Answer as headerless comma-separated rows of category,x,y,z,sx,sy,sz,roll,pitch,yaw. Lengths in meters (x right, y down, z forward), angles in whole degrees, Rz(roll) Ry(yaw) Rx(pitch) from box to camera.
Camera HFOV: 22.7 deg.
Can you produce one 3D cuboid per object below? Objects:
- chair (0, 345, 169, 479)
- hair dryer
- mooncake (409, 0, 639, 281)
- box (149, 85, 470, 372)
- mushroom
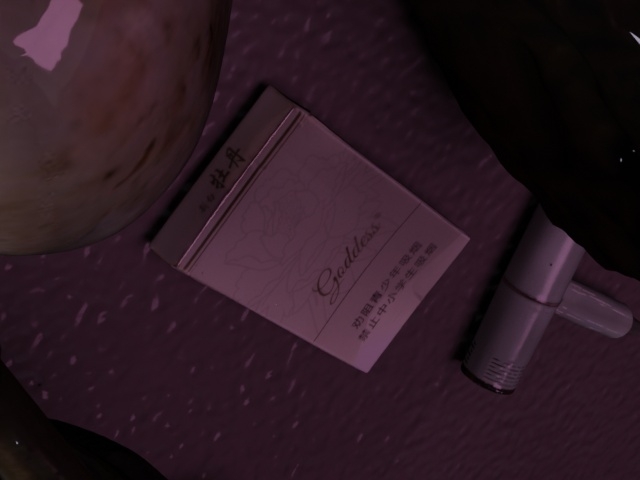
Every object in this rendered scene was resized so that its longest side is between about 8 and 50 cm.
chair,-0.236,0.163,0.574,0.364,0.362,0.410,-65,151,-9
hair dryer,0.187,0.029,1.086,0.183,0.044,0.155,3,118,-47
mooncake,0.176,-0.105,0.788,0.161,0.290,0.290,-36,136,-13
box,0.000,0.000,0.906,0.109,0.029,0.198,-53,139,3
mushroom,-0.143,-0.112,0.596,0.243,0.243,0.243,-22,131,-27
